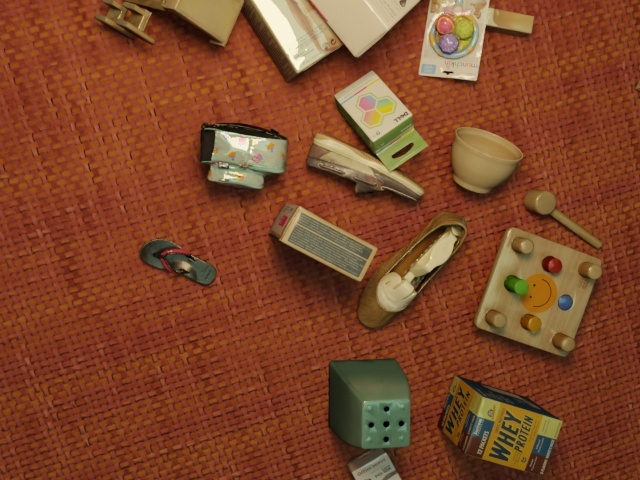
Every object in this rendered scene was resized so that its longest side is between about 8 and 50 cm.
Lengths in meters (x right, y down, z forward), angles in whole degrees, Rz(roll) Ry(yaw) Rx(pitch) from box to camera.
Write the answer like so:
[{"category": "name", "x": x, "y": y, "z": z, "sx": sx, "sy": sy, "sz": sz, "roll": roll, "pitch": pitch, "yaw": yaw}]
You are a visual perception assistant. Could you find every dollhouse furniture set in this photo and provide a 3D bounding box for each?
[{"category": "dollhouse furniture set", "x": -0.311, "y": -0.510, "z": 1.573, "sx": 0.161, "sy": 0.242, "sz": 0.212, "roll": 23, "pitch": 91, "yaw": -55}]

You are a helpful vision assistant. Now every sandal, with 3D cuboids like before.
[{"category": "sandal", "x": -0.317, "y": 0.047, "z": 1.678, "sx": 0.179, "sy": 0.040, "sz": 0.067, "roll": 23, "pitch": 91, "yaw": -10}]

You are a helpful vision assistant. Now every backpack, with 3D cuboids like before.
[{"category": "backpack", "x": -0.162, "y": -0.184, "z": 1.620, "sx": 0.188, "sy": 0.166, "sz": 0.144, "roll": 0, "pitch": 96, "yaw": -6}]

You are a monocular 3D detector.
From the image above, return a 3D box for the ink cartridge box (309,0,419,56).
[{"category": "ink cartridge box", "x": 0.108, "y": -0.554, "z": 1.584, "sx": 0.207, "sy": 0.117, "sz": 0.283, "roll": 48, "pitch": 51, "yaw": -10}]

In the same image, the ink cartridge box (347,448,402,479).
[{"category": "ink cartridge box", "x": 0.140, "y": 0.576, "z": 1.792, "sx": 0.099, "sy": 0.056, "sz": 0.135, "roll": -30, "pitch": 99, "yaw": -5}]

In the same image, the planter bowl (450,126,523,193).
[{"category": "planter bowl", "x": 0.369, "y": -0.177, "z": 1.725, "sx": 0.162, "sy": 0.162, "sz": 0.109, "roll": 13, "pitch": 120, "yaw": -10}]

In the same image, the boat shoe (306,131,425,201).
[{"category": "boat shoe", "x": 0.100, "y": -0.151, "z": 1.705, "sx": 0.285, "sy": 0.103, "sz": 0.092, "roll": 25, "pitch": 103, "yaw": -14}]

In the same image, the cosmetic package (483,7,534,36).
[{"category": "cosmetic package", "x": 0.431, "y": -0.508, "z": 1.742, "sx": 0.115, "sy": 0.060, "sz": 0.041, "roll": 7, "pitch": 95, "yaw": -11}]

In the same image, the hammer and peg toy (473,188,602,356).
[{"category": "hammer and peg toy", "x": 0.541, "y": 0.075, "z": 1.776, "sx": 0.266, "sy": 0.127, "sz": 0.361, "roll": 20, "pitch": 92, "yaw": -10}]

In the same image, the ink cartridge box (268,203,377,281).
[{"category": "ink cartridge box", "x": 0.000, "y": 0.000, "z": 1.628, "sx": 0.193, "sy": 0.234, "sz": 0.088, "roll": 28, "pitch": 90, "yaw": -11}]

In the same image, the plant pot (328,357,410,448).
[{"category": "plant pot", "x": 0.119, "y": 0.377, "z": 1.681, "sx": 0.165, "sy": 0.234, "sz": 0.166, "roll": 0, "pitch": 96, "yaw": -9}]

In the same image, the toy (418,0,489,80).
[{"category": "toy", "x": 0.305, "y": -0.494, "z": 1.703, "sx": 0.136, "sy": 0.056, "sz": 0.237, "roll": 10, "pitch": 91, "yaw": 17}]

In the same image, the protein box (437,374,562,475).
[{"category": "protein box", "x": 0.414, "y": 0.428, "z": 1.751, "sx": 0.201, "sy": 0.200, "sz": 0.136, "roll": 18, "pitch": 92, "yaw": -10}]

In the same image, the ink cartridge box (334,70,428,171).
[{"category": "ink cartridge box", "x": 0.134, "y": -0.268, "z": 1.665, "sx": 0.109, "sy": 0.062, "sz": 0.209, "roll": -34, "pitch": 68, "yaw": -5}]

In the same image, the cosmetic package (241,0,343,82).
[{"category": "cosmetic package", "x": -0.090, "y": -0.507, "z": 1.612, "sx": 0.129, "sy": 0.153, "sz": 0.296, "roll": -35, "pitch": 101, "yaw": -6}]

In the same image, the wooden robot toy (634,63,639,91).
[{"category": "wooden robot toy", "x": 0.832, "y": -0.436, "z": 1.804, "sx": 0.076, "sy": 0.079, "sz": 0.173, "roll": 44, "pitch": 87, "yaw": -10}]

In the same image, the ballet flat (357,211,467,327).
[{"category": "ballet flat", "x": 0.218, "y": 0.070, "z": 1.726, "sx": 0.342, "sy": 0.124, "sz": 0.116, "roll": -44, "pitch": 100, "yaw": -3}]
